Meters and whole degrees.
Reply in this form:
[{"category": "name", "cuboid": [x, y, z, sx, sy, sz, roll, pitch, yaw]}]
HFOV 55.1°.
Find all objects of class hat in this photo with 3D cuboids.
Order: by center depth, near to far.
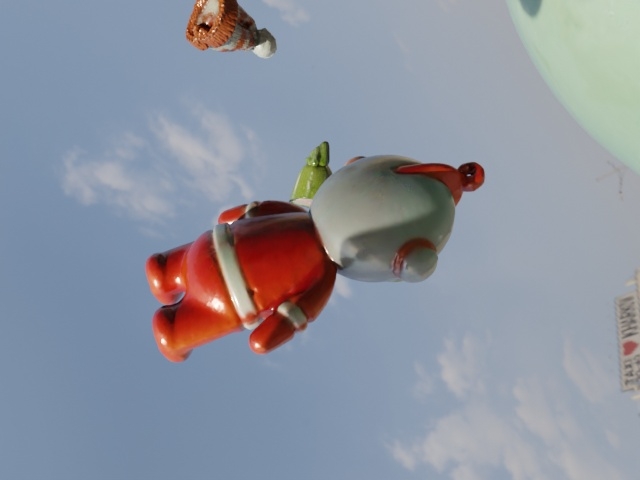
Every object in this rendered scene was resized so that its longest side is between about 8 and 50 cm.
[{"category": "hat", "cuboid": [-0.149, -0.373, 1.100, 0.094, 0.112, 0.162, 33, -167, 35]}]

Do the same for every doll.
[{"category": "doll", "cuboid": [0.000, 0.000, 0.421, 0.142, 0.245, 0.076, -117, 7, -45]}]

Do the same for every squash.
[{"category": "squash", "cuboid": [-0.010, -0.137, 1.271, 0.105, 0.105, 0.132, 10, -99, -44]}]

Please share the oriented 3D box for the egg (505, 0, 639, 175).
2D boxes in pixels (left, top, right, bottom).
[{"category": "egg", "cuboid": [0.247, -0.173, 0.337, 0.276, 0.276, 0.388, 10, -128, -44]}]
